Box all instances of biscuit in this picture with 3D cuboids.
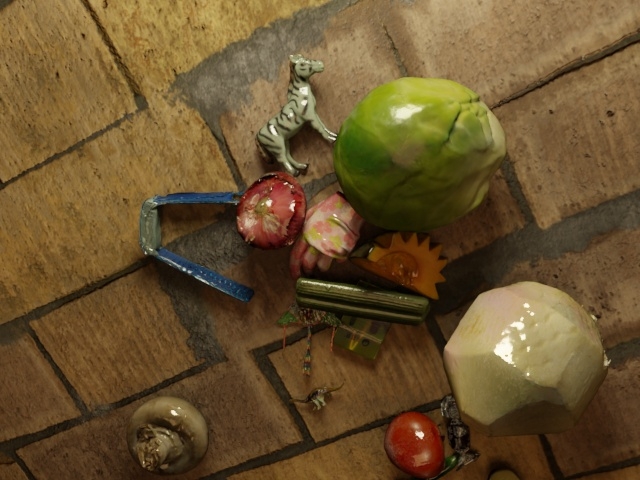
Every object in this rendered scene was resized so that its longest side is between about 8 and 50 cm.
[{"bbox_3d":[0.097,0.151,1.233,0.322,0.038,0.099,10,132,6],"label":"biscuit"}]

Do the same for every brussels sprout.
[{"bbox_3d":[0.192,-0.180,1.060,0.343,0.268,0.344,-6,120,-11],"label":"brussels sprout"}]

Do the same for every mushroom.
[{"bbox_3d":[-0.414,0.532,1.391,0.226,0.178,0.227,1,98,5],"label":"mushroom"}]

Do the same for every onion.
[{"bbox_3d":[-0.097,-0.059,1.164,0.184,0.147,0.184,-12,71,37],"label":"onion"}]

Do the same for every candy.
[{"bbox_3d":[0.368,0.500,1.350,0.093,0.051,0.227,-9,104,4],"label":"candy"}]

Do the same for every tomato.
[{"bbox_3d":[0.239,0.523,1.320,0.167,0.167,0.167,2,108,6],"label":"tomato"}]

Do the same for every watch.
[{"bbox_3d":[-0.305,0.015,1.280,0.274,0.068,0.277,1,107,2],"label":"watch"}]

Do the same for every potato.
[{"bbox_3d":[0.484,0.645,1.377,0.096,0.066,0.103,-31,92,-9],"label":"potato"}]

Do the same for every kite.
[{"bbox_3d":[-0.026,0.235,1.320,0.198,0.006,0.245,2,100,17],"label":"kite"}]

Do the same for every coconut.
[{"bbox_3d":[0.438,0.282,1.145,0.352,0.353,0.353,2,108,6],"label":"coconut"}]

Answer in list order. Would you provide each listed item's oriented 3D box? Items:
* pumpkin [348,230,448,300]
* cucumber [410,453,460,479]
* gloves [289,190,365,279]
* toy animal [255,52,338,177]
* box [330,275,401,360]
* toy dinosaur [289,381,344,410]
[{"bbox_3d":[0.176,0.031,1.208,0.254,0.149,0.131,28,82,-33],"label":"pumpkin"},{"bbox_3d":[0.311,0.632,1.407,0.168,0.039,0.039,-34,101,14],"label":"cucumber"},{"bbox_3d":[0.000,0.003,1.206,0.145,0.126,0.241,35,102,-7],"label":"gloves"},{"bbox_3d":[-0.035,-0.265,1.145,0.169,0.090,0.255,30,106,2],"label":"toy animal"},{"bbox_3d":[0.115,0.198,1.298,0.121,0.030,0.193,23,108,0],"label":"box"},{"bbox_3d":[0.000,0.420,1.378,0.180,0.037,0.058,-29,107,15],"label":"toy dinosaur"}]
